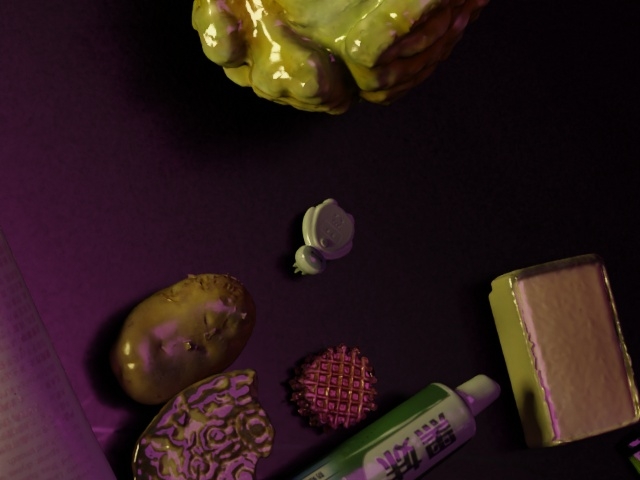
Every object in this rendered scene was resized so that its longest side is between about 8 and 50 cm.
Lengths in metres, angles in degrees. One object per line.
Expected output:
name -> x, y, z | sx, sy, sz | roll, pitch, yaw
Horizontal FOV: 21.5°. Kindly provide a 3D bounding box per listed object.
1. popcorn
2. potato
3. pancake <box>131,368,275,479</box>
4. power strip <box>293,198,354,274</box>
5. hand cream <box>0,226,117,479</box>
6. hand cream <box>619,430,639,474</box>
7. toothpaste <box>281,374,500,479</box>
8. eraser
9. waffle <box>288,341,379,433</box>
popcorn -> 0.023, -0.274, 1.475 | 0.274, 0.279, 0.335 | 28, 82, -63
potato -> -0.119, 0.083, 1.445 | 0.138, 0.070, 0.091 | -31, 110, -16
pancake -> -0.072, 0.205, 1.423 | 0.184, 0.020, 0.190 | 22, 80, -10
power strip -> 0.000, 0.000, 1.552 | 0.055, 0.035, 0.083 | 42, 51, -14
hand cream -> -0.272, 0.123, 1.350 | 0.185, 0.118, 0.358 | -24, 98, -35
hand cream -> 0.341, 0.246, 1.675 | 0.036, 0.023, 0.122 | -31, 93, -17
toothpaste -> 0.008, 0.225, 1.484 | 0.392, 0.061, 0.098 | -32, 95, -24
eraser -> 0.237, 0.106, 1.630 | 0.117, 0.058, 0.172 | -12, 85, -29
waffle -> 0.013, 0.134, 1.526 | 0.083, 0.029, 0.075 | -32, 92, -25
